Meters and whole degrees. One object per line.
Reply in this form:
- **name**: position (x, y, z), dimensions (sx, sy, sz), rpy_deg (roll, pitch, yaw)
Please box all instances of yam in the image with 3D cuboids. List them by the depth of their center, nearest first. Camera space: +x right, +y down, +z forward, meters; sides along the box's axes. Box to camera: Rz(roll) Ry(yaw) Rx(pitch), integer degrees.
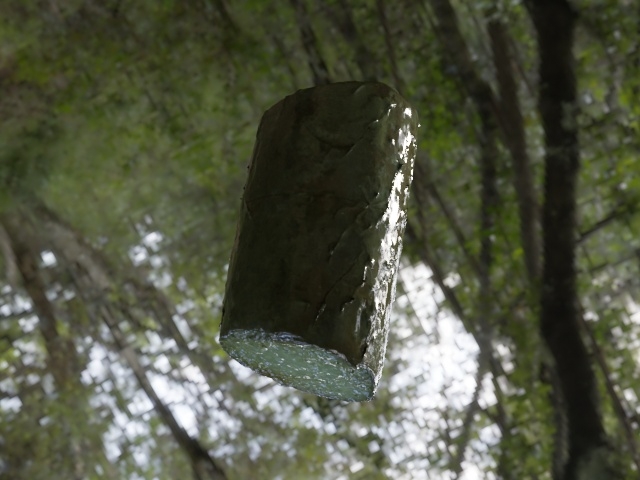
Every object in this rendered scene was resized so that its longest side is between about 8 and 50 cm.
- **yam**: position (0.000, 0.000, 1.139), dimensions (0.161, 0.161, 0.268), rpy_deg (-16, -123, 45)
